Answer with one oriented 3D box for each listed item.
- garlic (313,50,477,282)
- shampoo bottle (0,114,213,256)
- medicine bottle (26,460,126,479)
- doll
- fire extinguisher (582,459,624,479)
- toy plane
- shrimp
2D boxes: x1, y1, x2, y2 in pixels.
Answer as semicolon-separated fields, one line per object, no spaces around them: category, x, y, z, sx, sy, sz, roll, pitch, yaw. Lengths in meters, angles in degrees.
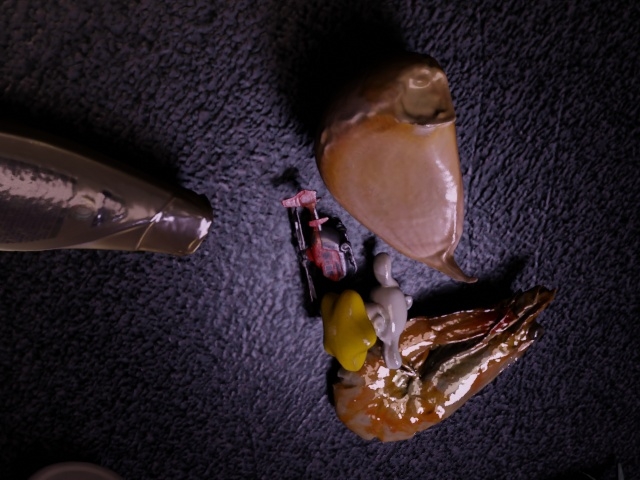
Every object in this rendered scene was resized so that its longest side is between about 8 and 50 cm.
garlic;0.082;-0.077;1.211;0.145;0.164;0.245;-36;136;-18
shampoo bottle;-0.269;-0.046;1.134;0.350;0.084;0.125;11;120;-29
medicine bottle;-0.297;0.418;1.405;0.130;0.130;0.341;3;120;-24
doll;0.059;0.078;1.359;0.113;0.071;0.135;5;102;-40
fire extinguisher;0.284;0.407;1.667;0.311;0.114;0.095;-25;167;-4
toy plane;0.000;0.000;1.307;0.060;0.037;0.145;-16;132;1
shrimp;0.145;0.131;1.442;0.294;0.062;0.154;-34;120;2
